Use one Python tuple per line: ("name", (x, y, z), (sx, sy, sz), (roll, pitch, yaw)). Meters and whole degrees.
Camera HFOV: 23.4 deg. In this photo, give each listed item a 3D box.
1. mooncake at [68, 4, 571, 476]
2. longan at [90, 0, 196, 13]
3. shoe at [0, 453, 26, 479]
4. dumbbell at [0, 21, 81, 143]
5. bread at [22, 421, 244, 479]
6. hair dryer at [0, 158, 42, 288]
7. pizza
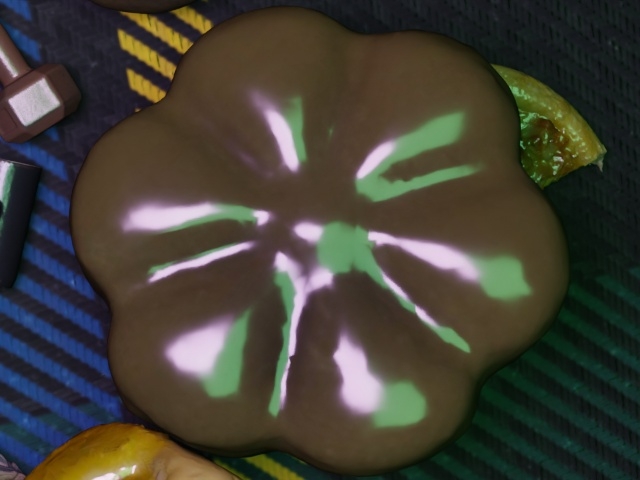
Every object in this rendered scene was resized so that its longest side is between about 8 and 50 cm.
("mooncake", (0.000, 0.000, 1.472), (0.467, 0.262, 0.467), (0, 82, 3))
("longan", (-0.172, -0.305, 1.515), (0.187, 0.167, 0.167), (-16, 96, 9))
("shoe", (-0.359, 0.221, 1.526), (0.089, 0.092, 0.180), (-42, 135, 2))
("dumbbell", (-0.329, -0.207, 1.516), (0.082, 0.092, 0.231), (-40, 103, -38))
("bread", (-0.138, 0.359, 1.495), (0.394, 0.250, 0.361), (38, 102, -8))
("hair dryer", (-0.341, -0.018, 1.443), (0.070, 0.255, 0.128), (12, 92, 11))
("pizza", (0.169, -0.093, 1.651), (0.292, 0.058, 0.197), (17, 89, -14))
